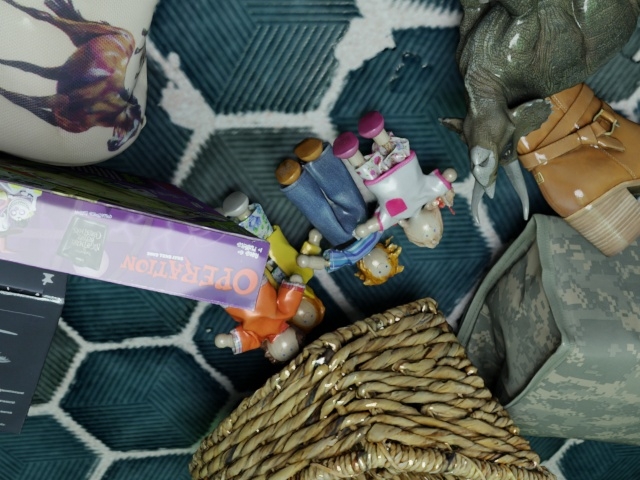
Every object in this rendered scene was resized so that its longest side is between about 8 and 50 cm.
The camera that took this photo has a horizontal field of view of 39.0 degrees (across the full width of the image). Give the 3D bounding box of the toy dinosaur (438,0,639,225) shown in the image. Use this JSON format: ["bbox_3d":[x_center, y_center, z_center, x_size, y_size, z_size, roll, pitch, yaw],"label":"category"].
[{"bbox_3d":[0.184,-0.176,0.728,0.313,0.121,0.160,-43,128,-17],"label":"toy dinosaur"}]

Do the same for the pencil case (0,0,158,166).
[{"bbox_3d":[-0.148,-0.245,0.570,0.183,0.160,0.410,-1,130,-31],"label":"pencil case"}]

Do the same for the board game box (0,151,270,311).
[{"bbox_3d":[-0.177,-0.027,0.632,0.208,0.347,0.056,9,96,-18],"label":"board game box"}]

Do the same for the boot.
[{"bbox_3d":[0.263,-0.099,0.810,0.152,0.197,0.073,48,151,0],"label":"boot"}]

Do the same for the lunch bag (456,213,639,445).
[{"bbox_3d":[0.272,0.114,0.914,0.235,0.169,0.287,5,145,-13],"label":"lunch bag"}]

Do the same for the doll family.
[{"bbox_3d":[0.000,0.000,0.837,0.263,0.118,0.163,-39,120,-3],"label":"doll family"}]

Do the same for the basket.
[{"bbox_3d":[0.028,0.234,0.855,0.213,0.223,0.299,-15,156,-43],"label":"basket"}]

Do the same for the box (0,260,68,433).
[{"bbox_3d":[-0.314,0.063,0.795,0.153,0.108,0.207,14,131,-21],"label":"box"}]
